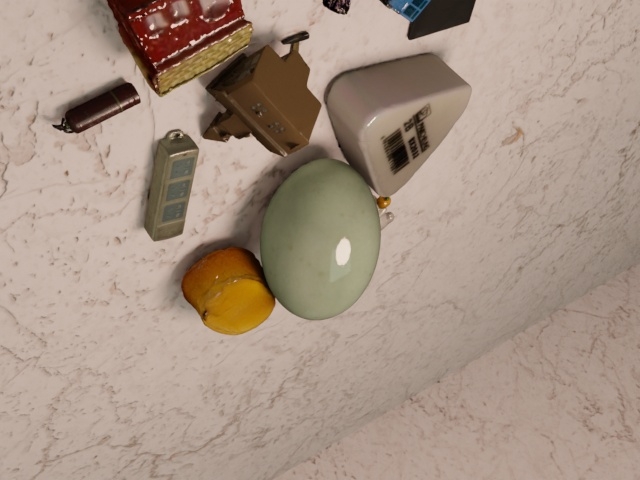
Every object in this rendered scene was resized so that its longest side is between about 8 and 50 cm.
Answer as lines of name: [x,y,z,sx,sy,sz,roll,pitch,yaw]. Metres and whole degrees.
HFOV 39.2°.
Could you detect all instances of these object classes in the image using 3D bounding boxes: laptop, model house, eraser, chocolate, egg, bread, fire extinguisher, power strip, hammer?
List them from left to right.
fire extinguisher: [-0.393,-0.222,1.568,0.157,0.045,0.078,-31,172,-17]
power strip: [-0.303,-0.104,1.819,0.078,0.052,0.272,-16,143,-34]
model house: [-0.225,-0.360,1.451,0.196,0.160,0.254,-32,152,-12]
bread: [-0.216,0.118,2.131,0.195,0.142,0.269,-36,149,1]
model house: [-0.141,-0.256,1.733,0.248,0.176,0.181,-19,127,39]
hammer: [-0.061,-0.333,1.816,0.062,0.013,0.198,-23,146,-27]
egg: [0.000,0.000,2.061,0.276,0.276,0.388,-12,121,-40]
chocolate: [0.053,-0.495,1.672,0.072,0.070,0.147,-19,150,-40]
eraser: [0.145,-0.271,1.999,0.331,0.150,0.331,-27,147,-19]
laptop: [0.271,-0.508,1.947,0.180,0.016,0.129,-22,146,-27]

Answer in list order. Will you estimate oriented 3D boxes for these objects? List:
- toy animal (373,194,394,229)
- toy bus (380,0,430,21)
toy animal: [0.106,-0.073,2.263,0.182,0.131,0.127,35,82,-50]
toy bus: [0.196,-0.548,1.709,0.234,0.116,0.134,-48,148,18]
